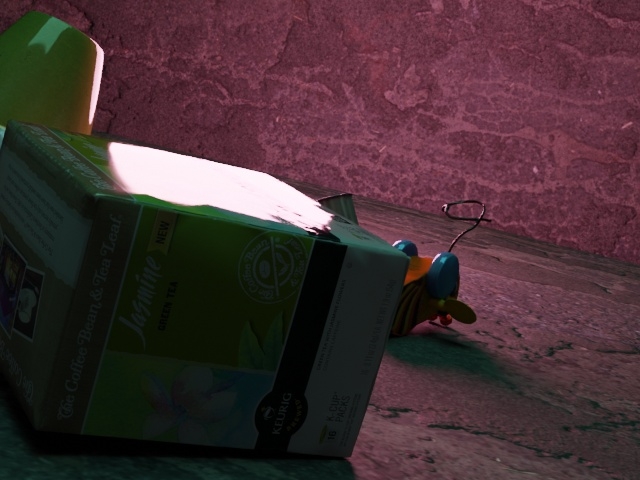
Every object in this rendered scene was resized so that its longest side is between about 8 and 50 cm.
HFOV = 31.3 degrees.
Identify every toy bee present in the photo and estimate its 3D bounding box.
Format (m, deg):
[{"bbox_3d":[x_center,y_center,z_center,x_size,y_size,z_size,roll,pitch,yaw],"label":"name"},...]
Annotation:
[{"bbox_3d":[0.169,0.079,1.738,0.298,0.162,0.195,-21,34,-27],"label":"toy bee"}]

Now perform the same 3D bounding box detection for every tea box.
[{"bbox_3d":[-0.148,0.042,1.141,0.324,0.220,0.329,10,11,-31],"label":"tea box"}]

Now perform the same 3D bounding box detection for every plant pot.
[{"bbox_3d":[-0.468,-0.201,1.801,0.275,0.293,0.275,25,-10,5],"label":"plant pot"}]

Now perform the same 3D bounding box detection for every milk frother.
[{"bbox_3d":[0.000,0.000,1.943,0.129,0.134,0.143,-18,-6,23],"label":"milk frother"}]

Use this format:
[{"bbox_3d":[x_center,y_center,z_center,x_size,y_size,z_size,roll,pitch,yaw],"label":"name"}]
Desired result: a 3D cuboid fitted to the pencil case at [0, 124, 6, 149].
[{"bbox_3d":[-0.400,-0.075,1.555,0.124,0.113,0.273,-19,-15,13],"label":"pencil case"}]
